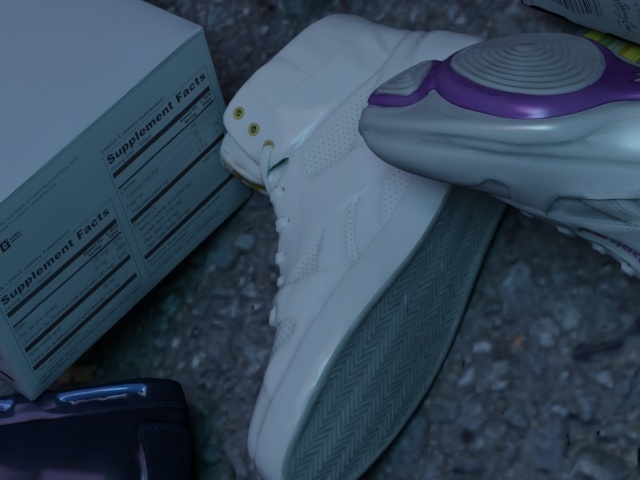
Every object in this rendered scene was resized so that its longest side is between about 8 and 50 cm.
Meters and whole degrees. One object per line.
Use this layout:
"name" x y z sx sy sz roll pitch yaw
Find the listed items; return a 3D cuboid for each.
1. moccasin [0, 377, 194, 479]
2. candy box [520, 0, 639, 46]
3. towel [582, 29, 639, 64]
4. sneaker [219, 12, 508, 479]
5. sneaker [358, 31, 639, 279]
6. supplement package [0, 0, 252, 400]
"moccasin" -0.233 0.138 0.979 0.342 0.138 0.117 0 68 13
"candy box" 0.237 -0.171 0.833 0.233 0.071 0.159 26 79 28
"towel" 0.224 -0.042 0.847 0.102 0.021 0.237 -39 60 15
"sneaker" 0.000 0.000 0.907 0.169 0.108 0.293 18 72 33
"sneaker" 0.159 -0.018 0.768 0.305 0.114 0.152 10 123 25
"supplement package" -0.214 -0.065 0.970 0.262 0.145 0.204 28 60 32
